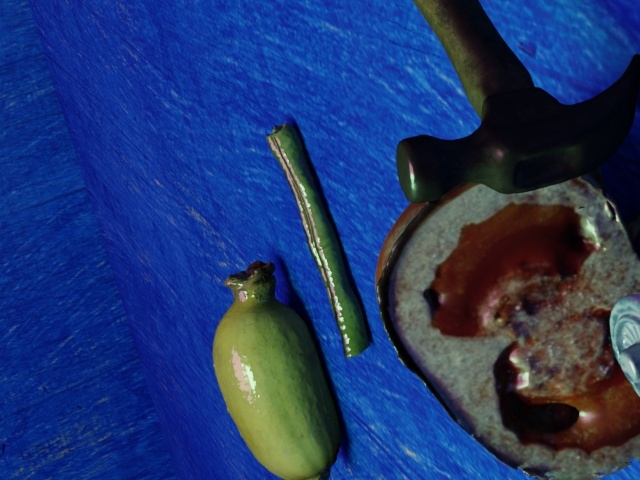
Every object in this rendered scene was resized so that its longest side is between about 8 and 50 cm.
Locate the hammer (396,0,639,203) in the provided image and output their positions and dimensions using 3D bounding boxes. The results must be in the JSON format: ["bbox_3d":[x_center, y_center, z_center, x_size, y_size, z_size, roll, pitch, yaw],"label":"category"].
[{"bbox_3d":[0.066,-0.188,0.944,0.044,0.168,0.440,91,162,-45],"label":"hammer"}]

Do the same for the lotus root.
[{"bbox_3d":[-0.062,0.181,1.803,0.146,0.130,0.303,4,114,71],"label":"lotus root"}]

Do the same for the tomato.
[{"bbox_3d":[0.140,0.034,0.926,0.214,0.180,0.155,58,-172,-12],"label":"tomato"}]

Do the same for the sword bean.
[{"bbox_3d":[0.000,-0.001,1.551,0.043,0.038,0.269,-15,96,49],"label":"sword bean"}]

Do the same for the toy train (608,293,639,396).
[{"bbox_3d":[0.255,0.118,0.687,0.300,0.131,0.202,70,162,-4],"label":"toy train"}]
